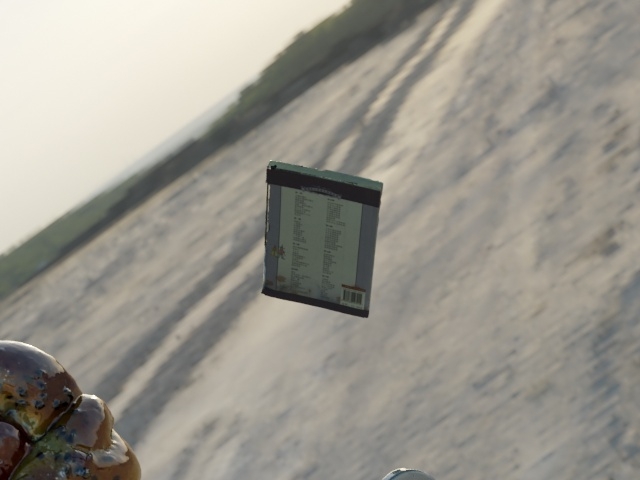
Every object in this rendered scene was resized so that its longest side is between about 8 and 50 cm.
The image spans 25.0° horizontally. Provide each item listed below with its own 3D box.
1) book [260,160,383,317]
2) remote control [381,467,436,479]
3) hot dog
[{"bbox_3d":[0.000,-0.001,1.963,0.026,0.158,0.231,-67,-14,-49],"label":"book"},{"bbox_3d":[0.046,0.341,1.460,0.245,0.077,0.022,-57,14,-13],"label":"remote control"},{"bbox_3d":[-0.462,0.334,2.096,0.365,0.367,0.196,-41,-5,-38],"label":"hot dog"}]
